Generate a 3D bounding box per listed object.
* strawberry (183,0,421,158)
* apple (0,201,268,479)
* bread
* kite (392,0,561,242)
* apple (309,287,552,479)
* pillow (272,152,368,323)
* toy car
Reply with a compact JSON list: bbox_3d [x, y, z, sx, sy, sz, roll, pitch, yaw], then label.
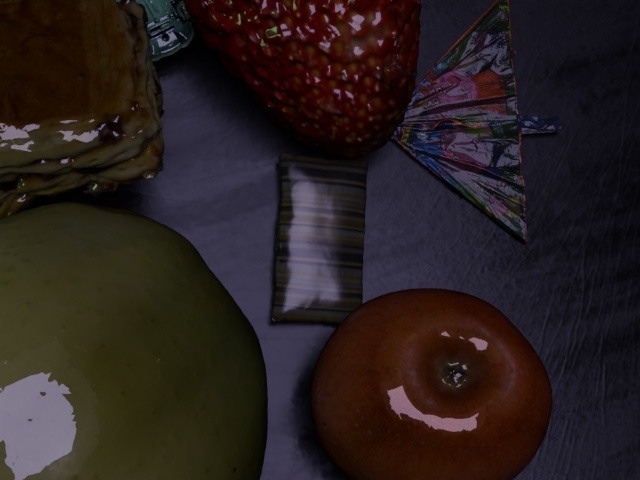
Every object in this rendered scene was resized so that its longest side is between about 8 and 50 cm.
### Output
[{"bbox_3d":[0.005,-0.276,1.850,0.292,0.292,0.343,-35,87,-12],"label":"strawberry"},{"bbox_3d":[-0.271,0.185,1.658,0.473,0.473,0.474,1,80,-7],"label":"apple"},{"bbox_3d":[-0.338,-0.144,1.804,0.324,0.167,0.277,-8,47,-5],"label":"bread"},{"bbox_3d":[0.182,-0.151,1.987,0.234,0.016,0.321,-2,80,-6],"label":"kite"},{"bbox_3d":[0.127,0.175,1.824,0.272,0.206,0.252,25,75,-1],"label":"apple"},{"bbox_3d":[0.000,0.000,1.923,0.113,0.038,0.203,5,80,-10],"label":"pillow"},{"bbox_3d":[-0.216,-0.297,1.934,0.093,0.058,0.186,-28,69,-7],"label":"toy car"}]
